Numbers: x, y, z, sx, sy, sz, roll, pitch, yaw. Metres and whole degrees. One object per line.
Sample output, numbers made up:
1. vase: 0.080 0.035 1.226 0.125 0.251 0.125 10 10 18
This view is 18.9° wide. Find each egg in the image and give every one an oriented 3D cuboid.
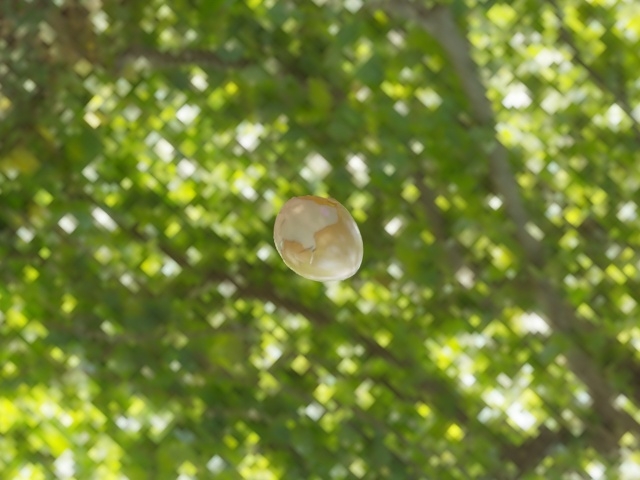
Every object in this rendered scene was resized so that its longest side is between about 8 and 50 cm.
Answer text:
1. egg: 0.000 0.000 1.656 0.071 0.083 0.071 -31 138 -32
